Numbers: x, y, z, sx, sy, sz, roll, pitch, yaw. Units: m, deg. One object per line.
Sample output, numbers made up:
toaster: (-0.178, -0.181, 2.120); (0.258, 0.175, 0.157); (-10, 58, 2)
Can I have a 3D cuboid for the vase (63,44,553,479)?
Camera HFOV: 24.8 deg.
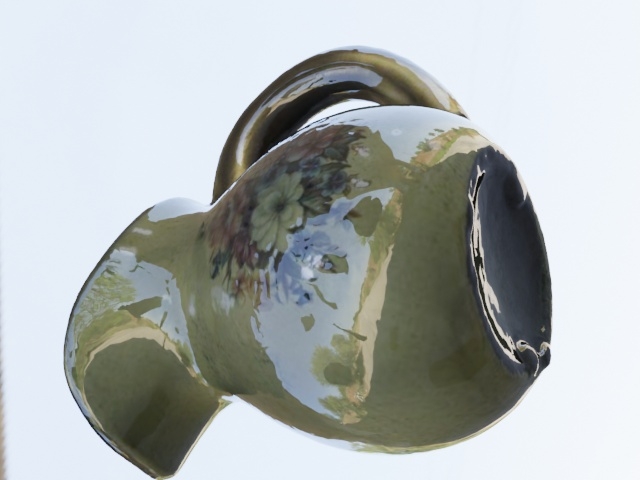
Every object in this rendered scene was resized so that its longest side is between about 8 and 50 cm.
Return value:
vase: (0.000, 0.000, 1.044); (0.241, 0.302, 0.329); (45, -138, -47)
